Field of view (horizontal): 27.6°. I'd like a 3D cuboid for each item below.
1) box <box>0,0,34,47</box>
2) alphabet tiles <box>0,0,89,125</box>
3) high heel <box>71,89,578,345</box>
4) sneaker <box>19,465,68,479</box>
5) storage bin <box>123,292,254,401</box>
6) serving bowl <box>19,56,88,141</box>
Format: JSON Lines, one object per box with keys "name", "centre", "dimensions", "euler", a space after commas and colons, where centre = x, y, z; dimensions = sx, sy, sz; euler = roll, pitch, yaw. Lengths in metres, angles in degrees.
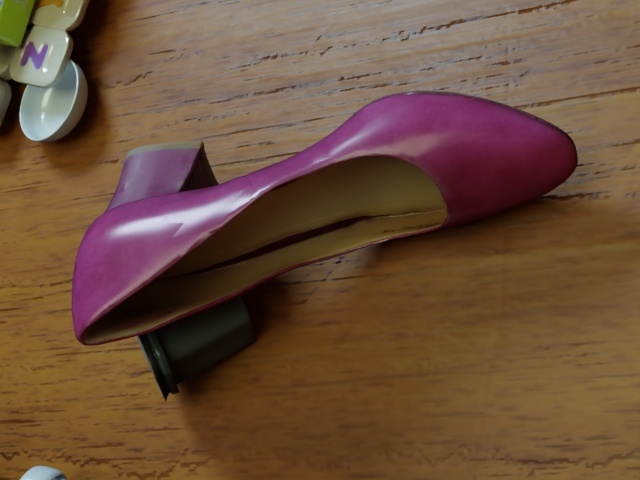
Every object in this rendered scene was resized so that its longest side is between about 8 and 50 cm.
{"name": "box", "centre": [-0.312, -0.259, 1.241], "dimensions": [0.109, 0.042, 0.178], "euler": [13, 83, 37]}
{"name": "alphabet tiles", "centre": [-0.321, -0.246, 1.283], "dimensions": [0.278, 0.021, 0.284], "euler": [15, 85, 36]}
{"name": "high heel", "centre": [0.000, 0.000, 0.966], "dimensions": [0.377, 0.127, 0.181], "euler": [-8, 47, 21]}
{"name": "sneaker", "centre": [-0.231, 0.319, 1.081], "dimensions": [0.091, 0.094, 0.258], "euler": [11, 90, 16]}
{"name": "storage bin", "centre": [-0.116, 0.052, 1.082], "dimensions": [0.091, 0.098, 0.135], "euler": [-23, 65, -9]}
{"name": "serving bowl", "centre": [-0.244, -0.129, 1.216], "dimensions": [0.083, 0.027, 0.083], "euler": [-15, 65, 37]}
